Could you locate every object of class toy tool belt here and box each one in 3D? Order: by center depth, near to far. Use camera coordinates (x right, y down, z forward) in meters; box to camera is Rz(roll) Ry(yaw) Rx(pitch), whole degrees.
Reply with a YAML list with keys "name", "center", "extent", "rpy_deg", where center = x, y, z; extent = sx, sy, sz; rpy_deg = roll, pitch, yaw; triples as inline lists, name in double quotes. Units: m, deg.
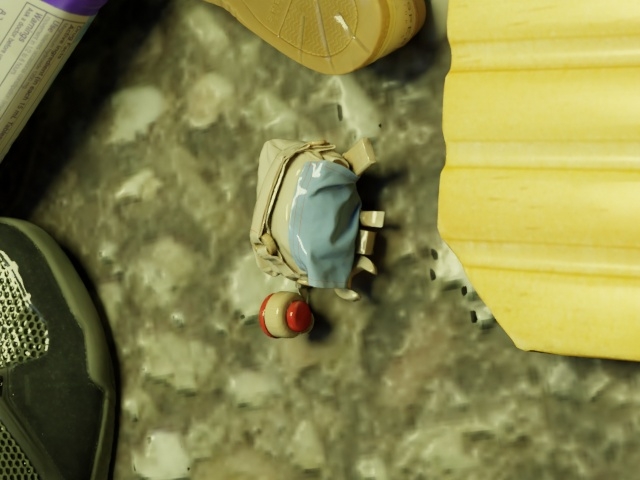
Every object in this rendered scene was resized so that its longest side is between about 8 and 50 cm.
- name: "toy tool belt"
  center: [0.000, 0.000, 0.582]
  extent: [0.051, 0.052, 0.083]
  rpy_deg: [3, 91, 41]

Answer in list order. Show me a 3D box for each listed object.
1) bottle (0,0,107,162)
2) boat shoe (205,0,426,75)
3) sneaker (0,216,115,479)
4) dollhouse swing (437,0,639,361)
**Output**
- name: "bottle"
  center: [-0.197, -0.054, 0.674]
  extent: [0.283, 0.092, 0.118]
  rpy_deg: [-53, 33, 19]
- name: "boat shoe"
  center: [-0.027, -0.126, 0.599]
  extent: [0.170, 0.059, 0.063]
  rpy_deg: [42, 122, 20]
- name: "sneaker"
  center: [-0.159, 0.100, 0.635]
  extent: [0.087, 0.130, 0.228]
  rpy_deg: [-1, 86, 30]
- name: "dollhouse swing"
  center: [0.143, -0.102, 0.373]
  extent: [0.305, 0.315, 0.347]
  rpy_deg: [4, 91, 21]
